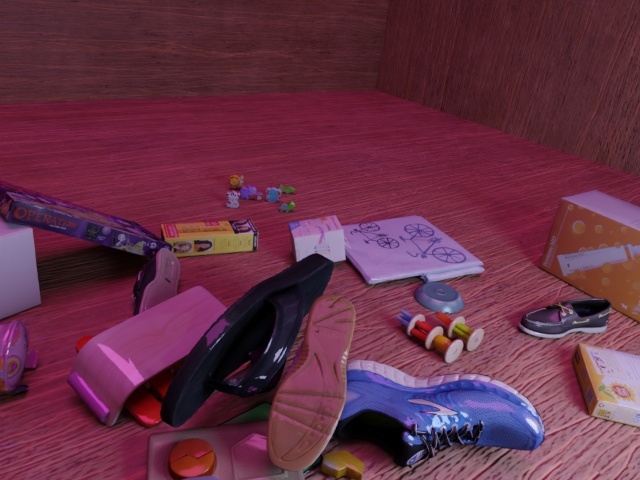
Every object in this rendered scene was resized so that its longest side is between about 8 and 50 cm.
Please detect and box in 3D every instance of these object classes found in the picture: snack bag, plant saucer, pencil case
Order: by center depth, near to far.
[{"bbox_3d":[-0.610,0.181,0.810,0.284,0.124,0.124,2,27,-13],"label":"pencil case"},{"bbox_3d":[0.282,0.129,1.225,0.119,0.021,0.119,5,26,-3],"label":"plant saucer"},{"bbox_3d":[0.212,0.023,1.404,0.343,0.037,0.323,-8,29,-21],"label":"snack bag"}]

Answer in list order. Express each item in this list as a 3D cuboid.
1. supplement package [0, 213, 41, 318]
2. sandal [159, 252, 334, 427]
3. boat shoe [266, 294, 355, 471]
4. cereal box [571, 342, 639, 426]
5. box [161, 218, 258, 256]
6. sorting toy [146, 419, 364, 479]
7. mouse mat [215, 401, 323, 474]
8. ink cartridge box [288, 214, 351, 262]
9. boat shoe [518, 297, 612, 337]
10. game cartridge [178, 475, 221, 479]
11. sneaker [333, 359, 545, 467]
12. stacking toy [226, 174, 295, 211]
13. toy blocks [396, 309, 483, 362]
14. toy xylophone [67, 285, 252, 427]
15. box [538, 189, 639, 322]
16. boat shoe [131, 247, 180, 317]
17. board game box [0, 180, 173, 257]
[{"bbox_3d":[-0.716,0.029,1.010,0.293,0.175,0.177,23,29,29],"label":"supplement package"},{"bbox_3d":[-0.072,0.144,0.836,0.107,0.167,0.446,30,33,17],"label":"sandal"},{"bbox_3d":[-0.006,0.220,0.793,0.098,0.096,0.277,17,53,7],"label":"boat shoe"},{"bbox_3d":[0.618,0.284,0.972,0.240,0.047,0.173,12,27,10],"label":"cereal box"},{"bbox_3d":[-0.281,-0.008,1.318,0.232,0.058,0.087,-4,30,-21],"label":"box"},{"bbox_3d":[-0.078,0.327,0.710,0.307,0.041,0.229,-2,28,-16],"label":"sorting toy"},{"bbox_3d":[-0.111,0.321,0.769,0.190,0.007,0.153,-17,35,-38],"label":"mouse mat"},{"bbox_3d":[0.000,0.000,1.307,0.143,0.089,0.092,-11,30,-8],"label":"ink cartridge box"},{"bbox_3d":[0.550,0.167,1.163,0.228,0.068,0.081,-2,28,-18],"label":"boat shoe"},{"bbox_3d":[-0.235,0.341,0.484,0.297,0.198,0.062,-5,30,-24],"label":"game cartridge"},{"bbox_3d":[0.170,0.289,0.796,0.330,0.129,0.147,4,33,12],"label":"sneaker"},{"bbox_3d":[-0.187,-0.152,1.635,0.221,0.052,0.167,5,27,-6],"label":"stacking toy"},{"bbox_3d":[0.244,0.180,1.079,0.123,0.054,0.148,-16,34,-36],"label":"toy blocks"},{"bbox_3d":[-0.245,0.197,0.887,0.323,0.081,0.236,-18,51,-45],"label":"toy xylophone"},{"bbox_3d":[0.772,0.039,1.307,0.168,0.215,0.345,-12,32,-32],"label":"box"},{"bbox_3d":[-0.348,0.112,1.073,0.079,0.084,0.233,-29,32,13],"label":"boat shoe"},{"bbox_3d":[-0.523,-0.041,1.137,0.208,0.056,0.347,18,-3,43],"label":"board game box"}]
